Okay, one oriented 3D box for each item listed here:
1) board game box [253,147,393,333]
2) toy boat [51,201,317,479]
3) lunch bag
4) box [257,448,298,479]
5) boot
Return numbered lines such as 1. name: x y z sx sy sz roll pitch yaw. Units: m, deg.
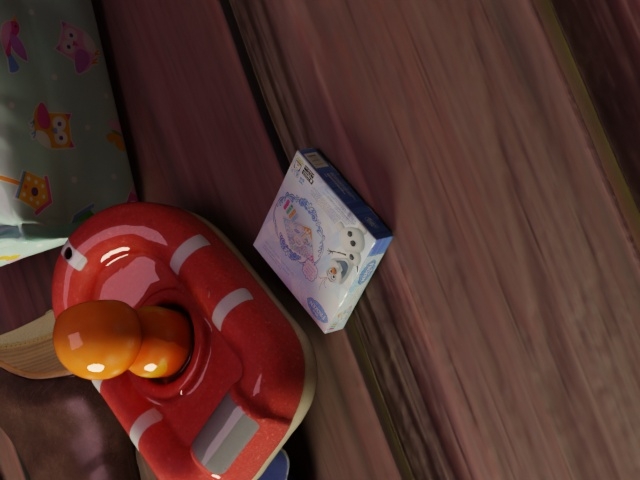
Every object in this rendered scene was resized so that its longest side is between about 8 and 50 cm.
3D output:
1. board game box: 0.000 0.000 0.960 0.090 0.020 0.090 50 132 27
2. toy boat: -0.122 0.069 0.990 0.231 0.151 0.151 48 111 36
3. lunch bag: -0.290 -0.085 1.161 0.262 0.160 0.223 -14 90 43
4. box: -0.070 0.227 1.083 0.136 0.036 0.225 29 120 40
5. boot: -0.238 0.180 1.201 0.248 0.090 0.206 -30 65 40
